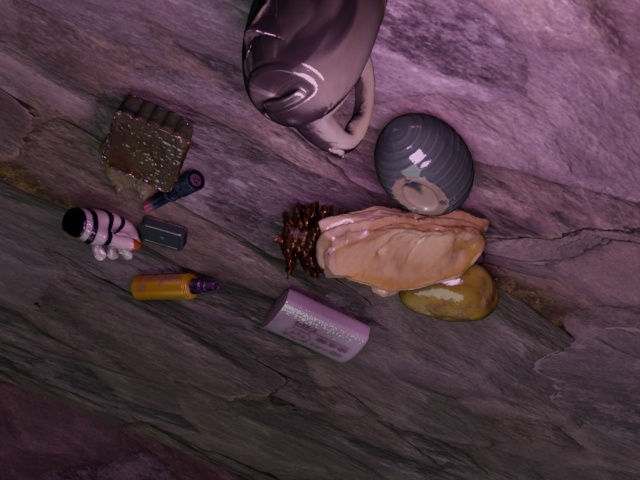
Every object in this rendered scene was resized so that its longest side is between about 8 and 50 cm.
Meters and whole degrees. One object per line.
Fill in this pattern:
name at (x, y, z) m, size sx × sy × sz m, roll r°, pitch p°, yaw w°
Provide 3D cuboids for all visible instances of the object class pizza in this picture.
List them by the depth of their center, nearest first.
pizza at (-0.468, -0.171, 1.995) m, size 0.181 × 0.034 × 0.262 m, roll 25°, pitch 144°, yaw -13°

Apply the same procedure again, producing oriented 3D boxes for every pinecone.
pinecone at (0.000, 0.000, 1.923) m, size 0.212 × 0.168 × 0.185 m, roll 0°, pitch 101°, yaw 13°

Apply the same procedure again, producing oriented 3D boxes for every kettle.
kettle at (-0.003, -0.304, 1.379) m, size 0.228 × 0.324 × 0.321 m, roll -10°, pitch 137°, yaw 32°

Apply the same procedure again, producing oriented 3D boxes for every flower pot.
flower pot at (0.211, -0.150, 1.651) m, size 0.189 × 0.157 × 0.243 m, roll -14°, pitch 141°, yaw 33°

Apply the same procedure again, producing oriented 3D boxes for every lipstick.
lipstick at (-0.373, -0.115, 2.026) m, size 0.053 × 0.053 × 0.234 m, roll 36°, pitch 144°, yaw -26°

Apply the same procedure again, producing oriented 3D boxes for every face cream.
face cream at (-0.420, 0.135, 2.353) m, size 0.273 × 0.078 × 0.078 m, roll -2°, pitch 141°, yaw 25°

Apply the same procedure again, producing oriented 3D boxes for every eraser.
eraser at (-0.012, 0.251, 2.341) m, size 0.270 × 0.094 × 0.174 m, roll 25°, pitch 141°, yaw -14°

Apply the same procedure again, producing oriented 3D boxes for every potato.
potato at (0.313, 0.117, 1.980) m, size 0.228 × 0.148 × 0.197 m, roll -6°, pitch 126°, yaw 26°

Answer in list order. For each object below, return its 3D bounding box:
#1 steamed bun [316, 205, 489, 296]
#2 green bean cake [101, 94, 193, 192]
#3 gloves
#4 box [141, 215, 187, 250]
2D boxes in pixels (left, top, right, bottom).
steamed bun at (0.150, 0.024, 1.799) m, size 0.428 × 0.189 × 0.247 m, roll -5°, pitch 121°, yaw -28°
green bean cake at (-0.385, -0.220, 1.822) m, size 0.181 × 0.094 × 0.173 m, roll 22°, pitch 132°, yaw -7°
gloves at (-0.576, -0.024, 2.183) m, size 0.140 × 0.131 × 0.219 m, roll -17°, pitch 164°, yaw 35°
box at (-0.426, -0.017, 2.190) m, size 0.126 × 0.031 × 0.091 m, roll 17°, pitch 145°, yaw -3°
